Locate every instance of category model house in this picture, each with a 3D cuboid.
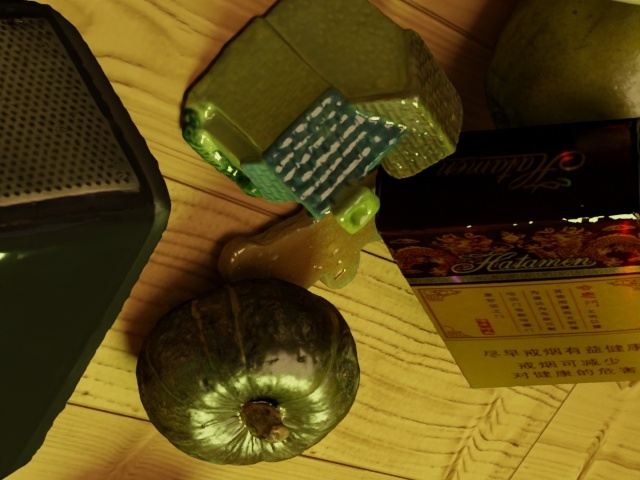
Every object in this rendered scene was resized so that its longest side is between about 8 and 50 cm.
[{"bbox_3d":[0.018,-0.100,1.797,0.214,0.189,0.195,-44,140,-8],"label":"model house"}]

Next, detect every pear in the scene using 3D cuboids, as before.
[{"bbox_3d":[0.290,-0.181,1.976,0.269,0.212,0.212,-25,139,-7],"label":"pear"}]

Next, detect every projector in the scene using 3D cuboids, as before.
[{"bbox_3d":[-0.369,0.030,1.407,0.405,0.242,0.395,-10,147,-37],"label":"projector"}]

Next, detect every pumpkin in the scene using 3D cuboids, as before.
[{"bbox_3d":[-0.061,0.140,1.919,0.219,0.162,0.219,-10,138,-9],"label":"pumpkin"}]

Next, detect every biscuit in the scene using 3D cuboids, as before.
[{"bbox_3d":[0.000,0.000,1.992,0.234,0.030,0.153,-34,145,-18],"label":"biscuit"}]

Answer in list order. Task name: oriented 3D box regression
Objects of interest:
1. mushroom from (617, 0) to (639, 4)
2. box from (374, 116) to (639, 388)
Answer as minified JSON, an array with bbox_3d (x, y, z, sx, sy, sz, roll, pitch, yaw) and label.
[{"bbox_3d":[0.263,-0.315,1.870,0.173,0.162,0.236,52,46,-47],"label":"mushroom"},{"bbox_3d":[0.234,0.023,2.022,0.415,0.264,0.116,55,36,-58],"label":"box"}]
